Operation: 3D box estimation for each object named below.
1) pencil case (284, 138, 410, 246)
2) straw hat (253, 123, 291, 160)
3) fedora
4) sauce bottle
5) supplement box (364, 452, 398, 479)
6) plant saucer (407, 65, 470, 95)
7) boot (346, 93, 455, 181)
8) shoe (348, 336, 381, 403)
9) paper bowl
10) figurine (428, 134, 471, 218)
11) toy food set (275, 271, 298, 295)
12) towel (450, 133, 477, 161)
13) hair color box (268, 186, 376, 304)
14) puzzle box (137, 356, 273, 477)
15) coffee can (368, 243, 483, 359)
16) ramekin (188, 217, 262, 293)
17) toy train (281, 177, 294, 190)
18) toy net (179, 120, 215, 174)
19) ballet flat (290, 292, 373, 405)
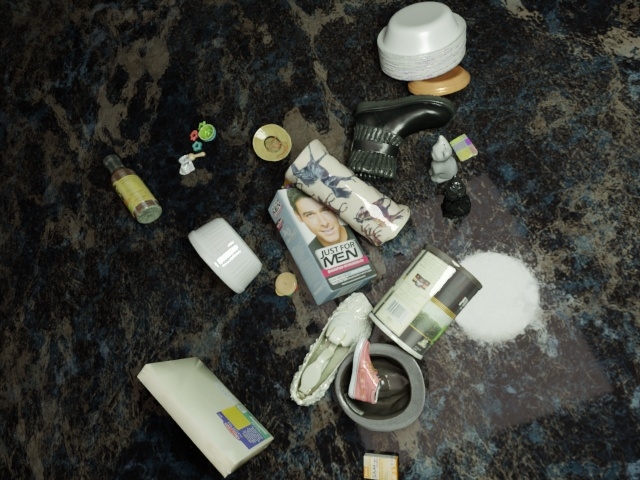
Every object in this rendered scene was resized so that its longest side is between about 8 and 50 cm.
[{"bbox_3d":[0.081,-0.152,1.279,0.410,0.183,0.160,37,105,2],"label":"pencil case"},{"bbox_3d":[-0.177,-0.359,1.521,0.145,0.061,0.144,0,90,4],"label":"straw hat"},{"bbox_3d":[0.185,0.432,1.211,0.275,0.124,0.243,-18,72,20],"label":"fedora"},{"bbox_3d":[-0.778,-0.217,1.654,0.111,0.111,0.344,-44,68,5],"label":"sauce bottle"},{"bbox_3d":[0.181,0.678,1.209,0.098,0.036,0.062,-4,77,17],"label":"supplement box"},{"bbox_3d":[0.390,-0.537,1.338,0.200,0.037,0.200,-10,40,8],"label":"plant saucer"},{"bbox_3d":[0.262,-0.327,1.342,0.348,0.131,0.260,1,77,22],"label":"boot"},{"bbox_3d":[0.136,0.368,1.146,0.081,0.063,0.178,9,87,25],"label":"shoe"},{"bbox_3d":[0.330,-0.671,1.333,0.284,0.148,0.284,-9,50,11],"label":"paper bowl"},{"bbox_3d":[0.392,-0.193,1.232,0.092,0.209,0.214,-17,74,13],"label":"figurine"},{"bbox_3d":[-0.119,0.153,1.418,0.083,0.020,0.083,-4,77,16],"label":"toy food set"},{"bbox_3d":[0.473,-0.306,1.337,0.060,0.009,0.083,-29,71,10],"label":"towel"},{"bbox_3d":[0.000,0.000,1.317,0.374,0.185,0.113,61,144,19],"label":"hair color box"},{"bbox_3d":[-0.355,0.533,1.280,0.409,0.272,0.052,37,91,21],"label":"puzzle box"},{"bbox_3d":[0.303,0.176,1.188,0.201,0.201,0.275,40,93,20],"label":"coffee can"},{"bbox_3d":[-0.315,0.042,1.382,0.127,0.273,0.273,-41,70,-7],"label":"ramekin"},{"bbox_3d":[-0.099,-0.183,1.451,0.166,0.046,0.125,-21,50,47],"label":"toy train"},{"bbox_3d":[-0.517,-0.377,1.638,0.122,0.045,0.232,37,91,20],"label":"toy net"},{"bbox_3d":[0.038,0.350,1.271,0.147,0.147,0.409,31,88,20],"label":"ballet flat"}]
